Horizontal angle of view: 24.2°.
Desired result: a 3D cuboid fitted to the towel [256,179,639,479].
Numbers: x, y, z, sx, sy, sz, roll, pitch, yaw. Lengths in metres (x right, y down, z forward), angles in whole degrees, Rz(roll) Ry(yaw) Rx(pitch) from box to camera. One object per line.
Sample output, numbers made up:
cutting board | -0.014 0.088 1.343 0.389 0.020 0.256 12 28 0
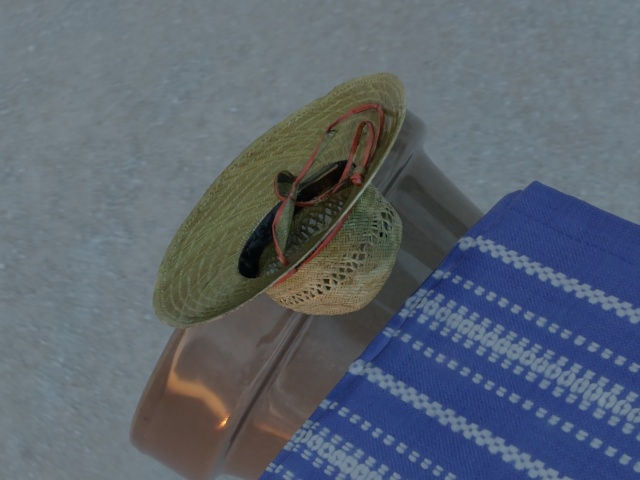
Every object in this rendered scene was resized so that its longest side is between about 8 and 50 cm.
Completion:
towel | 0.068 0.132 0.509 0.336 0.243 0.040 -48 137 -19

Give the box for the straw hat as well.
straw hat | 0.000 0.000 0.643 0.061 0.144 0.144 43 76 -25

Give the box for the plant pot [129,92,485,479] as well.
plant pot | 0.049 0.068 0.900 0.229 0.263 0.263 31 80 4
